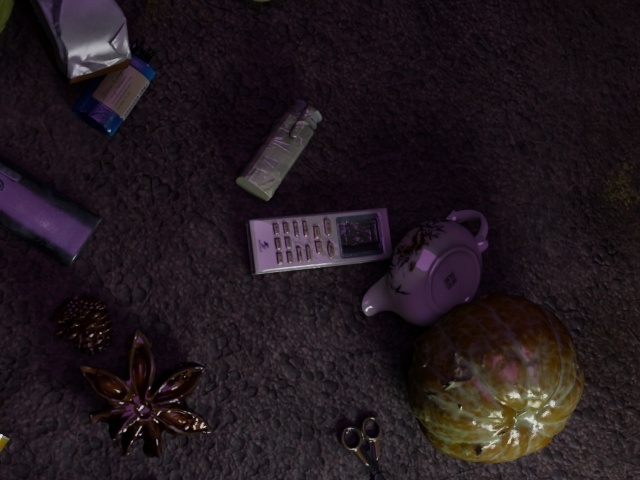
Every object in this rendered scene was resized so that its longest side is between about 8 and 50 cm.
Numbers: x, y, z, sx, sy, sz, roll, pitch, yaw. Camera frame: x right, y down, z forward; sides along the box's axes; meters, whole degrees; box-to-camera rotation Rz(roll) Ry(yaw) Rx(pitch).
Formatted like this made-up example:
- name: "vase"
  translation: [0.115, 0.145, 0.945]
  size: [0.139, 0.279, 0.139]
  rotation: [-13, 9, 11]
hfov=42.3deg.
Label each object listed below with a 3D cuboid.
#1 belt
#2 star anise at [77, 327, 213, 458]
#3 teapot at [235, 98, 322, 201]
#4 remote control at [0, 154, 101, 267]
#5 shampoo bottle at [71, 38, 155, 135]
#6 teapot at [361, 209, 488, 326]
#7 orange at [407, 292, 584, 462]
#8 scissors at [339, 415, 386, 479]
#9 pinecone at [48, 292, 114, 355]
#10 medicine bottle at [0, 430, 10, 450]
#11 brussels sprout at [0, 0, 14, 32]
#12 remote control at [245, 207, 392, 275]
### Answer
- name: "belt"
  translation: [-0.445, -0.427, 1.413]
  size: [0.122, 0.217, 0.338]
  rotation: [-26, 84, -20]
- name: "star anise"
  translation: [-0.302, 0.263, 1.426]
  size: [0.214, 0.099, 0.220]
  rotation: [-20, 89, -33]
- name: "teapot"
  translation: [-0.072, -0.177, 1.554]
  size: [0.077, 0.107, 0.200]
  rotation: [35, 73, -7]
- name: "remote control"
  translation: [-0.567, -0.097, 1.420]
  size: [0.378, 0.044, 0.107]
  rotation: [34, 70, -11]
- name: "shampoo bottle"
  translation: [-0.366, -0.284, 1.506]
  size: [0.087, 0.050, 0.183]
  rotation: [32, 74, -7]
- name: "teapot"
  translation: [0.225, 0.050, 1.605]
  size: [0.299, 0.166, 0.208]
  rotation: [-46, 114, -28]
- name: "orange"
  translation: [0.322, 0.260, 1.516]
  size: [0.329, 0.249, 0.329]
  rotation: [-7, 119, -12]
- name: "scissors"
  translation: [0.107, 0.446, 1.566]
  size: [0.088, 0.017, 0.220]
  rotation: [-21, 89, -23]
- name: "pinecone"
  translation: [-0.399, 0.142, 1.408]
  size: [0.109, 0.102, 0.102]
  rotation: [47, 72, -10]
- name: "medicine bottle"
  translation: [-0.591, 0.395, 1.324]
  size: [0.074, 0.074, 0.218]
  rotation: [36, 72, -10]
- name: "brussels sprout"
  translation: [-0.629, -0.410, 1.366]
  size: [0.244, 0.244, 0.244]
  rotation: [3, 81, -17]
- name: "remote control"
  translation: [0.000, 0.000, 1.577]
  size: [0.277, 0.055, 0.102]
  rotation: [-6, 84, -18]
